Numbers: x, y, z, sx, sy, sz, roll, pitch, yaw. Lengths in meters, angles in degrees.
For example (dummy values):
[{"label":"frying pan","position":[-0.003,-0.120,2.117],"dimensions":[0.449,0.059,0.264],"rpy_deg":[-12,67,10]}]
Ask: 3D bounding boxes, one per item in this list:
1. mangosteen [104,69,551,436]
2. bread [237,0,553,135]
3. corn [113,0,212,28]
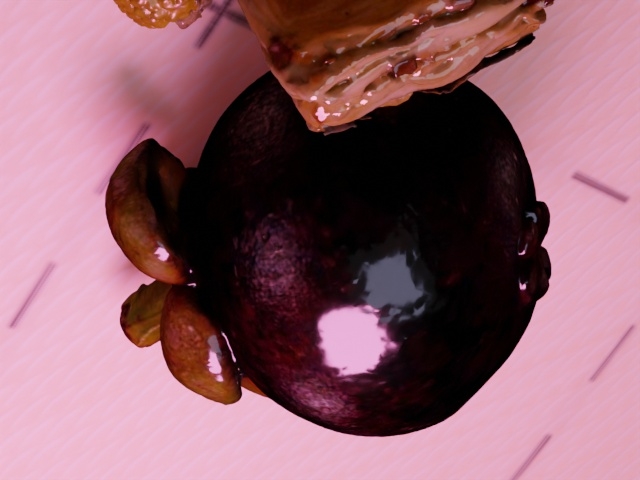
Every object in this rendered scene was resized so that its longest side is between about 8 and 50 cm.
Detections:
[{"label":"mangosteen","position":[0.000,0.000,1.769],"dimensions":[0.435,0.382,0.382],"rpy_deg":[2,131,17]},{"label":"bread","position":[0.047,-0.265,1.627],"dimensions":[0.277,0.324,0.167],"rpy_deg":[-27,153,-2]},{"label":"corn","position":[-0.173,-0.285,1.627],"dimensions":[0.097,0.097,0.262],"rpy_deg":[-32,129,0]}]
